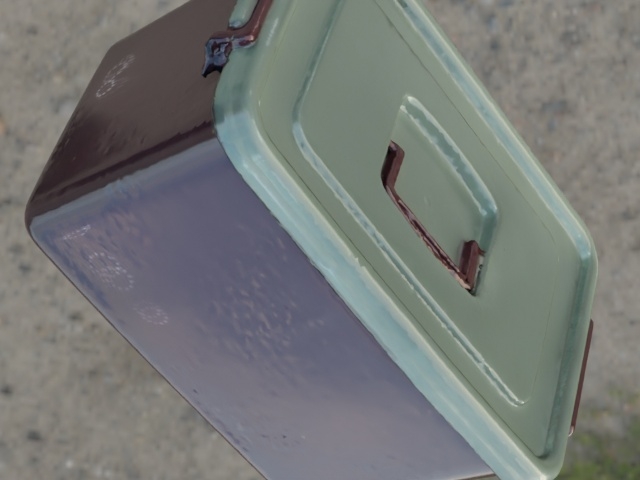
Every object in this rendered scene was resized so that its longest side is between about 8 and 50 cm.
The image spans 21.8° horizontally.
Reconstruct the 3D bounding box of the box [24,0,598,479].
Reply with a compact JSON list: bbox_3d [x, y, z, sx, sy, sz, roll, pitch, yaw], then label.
[{"bbox_3d":[0.000,0.000,0.857,0.167,0.193,0.294,-21,124,33],"label":"box"}]
